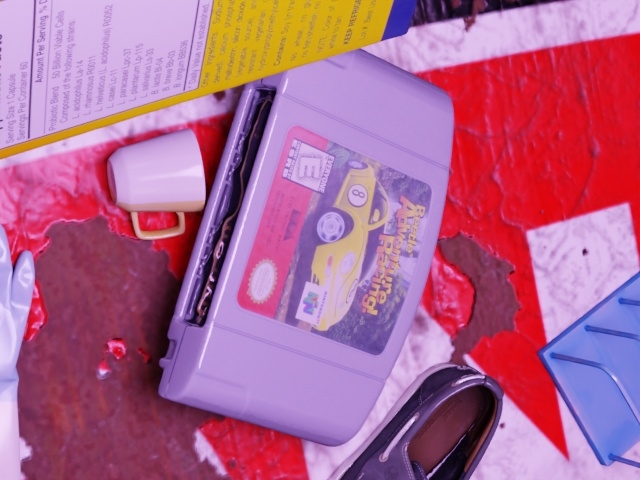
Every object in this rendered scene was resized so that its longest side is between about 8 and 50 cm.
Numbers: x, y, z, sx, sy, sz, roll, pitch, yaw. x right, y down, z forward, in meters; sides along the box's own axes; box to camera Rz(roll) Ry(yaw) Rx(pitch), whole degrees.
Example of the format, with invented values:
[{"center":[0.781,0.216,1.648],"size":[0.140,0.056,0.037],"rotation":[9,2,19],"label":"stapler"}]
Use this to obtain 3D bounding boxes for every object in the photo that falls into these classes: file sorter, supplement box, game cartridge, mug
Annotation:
[{"center":[0.293,0.096,1.569],"size":[0.170,0.104,0.118],"rotation":[-36,107,-18],"label":"file sorter"},{"center":[-0.118,-0.221,1.281],"size":[0.356,0.194,0.195],"rotation":[-19,63,-21],"label":"supplement box"},{"center":[0.000,0.000,1.437],"size":[0.196,0.060,0.294],"rotation":[21,83,-44],"label":"game cartridge"},{"center":[-0.121,-0.040,1.404],"size":[0.064,0.062,0.078],"rotation":[-9,90,-15],"label":"mug"}]

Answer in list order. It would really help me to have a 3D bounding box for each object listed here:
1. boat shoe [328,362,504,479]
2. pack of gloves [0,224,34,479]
[{"center":[0.062,0.198,1.489],"size":[0.084,0.079,0.233],"rotation":[40,79,-22],"label":"boat shoe"},{"center":[-0.295,0.093,1.342],"size":[0.195,0.046,0.232],"rotation":[2,93,-23],"label":"pack of gloves"}]
